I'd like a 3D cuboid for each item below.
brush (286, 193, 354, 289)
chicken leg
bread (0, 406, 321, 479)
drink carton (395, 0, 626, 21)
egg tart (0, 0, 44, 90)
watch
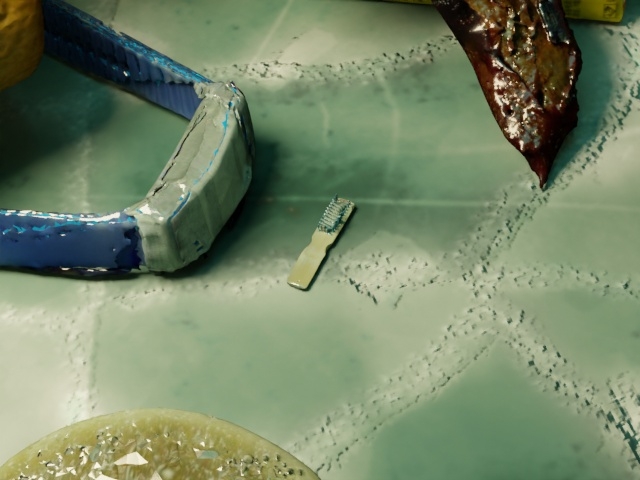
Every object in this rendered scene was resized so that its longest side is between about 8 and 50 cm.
[{"bbox_3d":[0.000,0.000,1.059,0.016,0.013,0.084,18,55,18],"label":"brush"},{"bbox_3d":[0.130,-0.157,1.098,0.105,0.063,0.234,-31,93,-25],"label":"chicken leg"},{"bbox_3d":[-0.109,0.204,0.879,0.266,0.040,0.267,-4,50,4],"label":"bread"},{"bbox_3d":[0.076,-0.273,1.218,0.351,0.111,0.155,8,51,13],"label":"drink carton"},{"bbox_3d":[-0.293,-0.168,1.062,0.170,0.215,0.215,-16,48,-22],"label":"egg tart"},{"bbox_3d":[-0.177,-0.091,1.133,0.274,0.068,0.276,4,50,16],"label":"watch"}]
